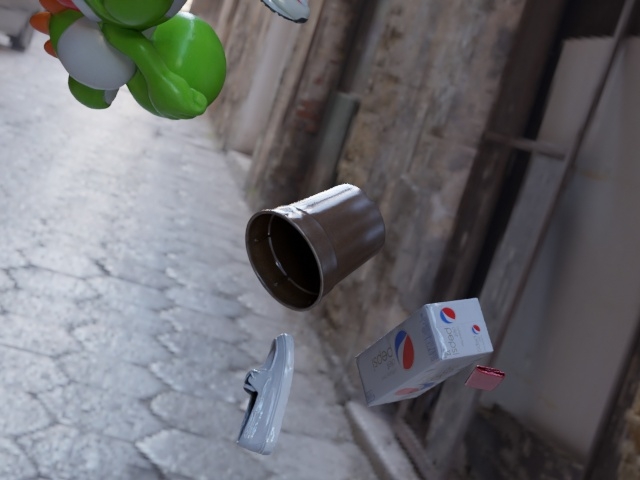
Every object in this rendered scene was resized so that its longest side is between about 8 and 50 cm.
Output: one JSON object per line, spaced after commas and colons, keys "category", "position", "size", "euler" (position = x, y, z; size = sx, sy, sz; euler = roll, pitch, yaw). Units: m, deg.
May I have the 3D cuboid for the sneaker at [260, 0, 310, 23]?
{"category": "sneaker", "position": [-0.050, -0.308, 1.207], "size": [0.161, 0.075, 0.057], "euler": [55, 21, 8]}

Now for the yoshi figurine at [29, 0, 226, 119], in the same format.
{"category": "yoshi figurine", "position": [-0.149, -0.225, 1.098], "size": [0.203, 0.203, 0.362], "euler": [48, -26, 2]}

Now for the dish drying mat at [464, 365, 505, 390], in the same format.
{"category": "dish drying mat", "position": [0.171, 0.144, 1.190], "size": [0.032, 0.008, 0.083], "euler": [11, -17, 3]}

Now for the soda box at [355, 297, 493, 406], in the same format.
{"category": "soda box", "position": [0.120, 0.138, 1.381], "size": [0.074, 0.069, 0.216], "euler": [-7, -19, -24]}

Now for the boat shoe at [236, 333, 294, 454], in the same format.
{"category": "boat shoe", "position": [-0.084, 0.221, 1.679], "size": [0.063, 0.184, 0.066], "euler": [17, -16, -13]}

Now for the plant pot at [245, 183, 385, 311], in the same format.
{"category": "plant pot", "position": [0.000, 0.000, 1.746], "size": [0.167, 0.166, 0.165], "euler": [23, 39, 39]}
